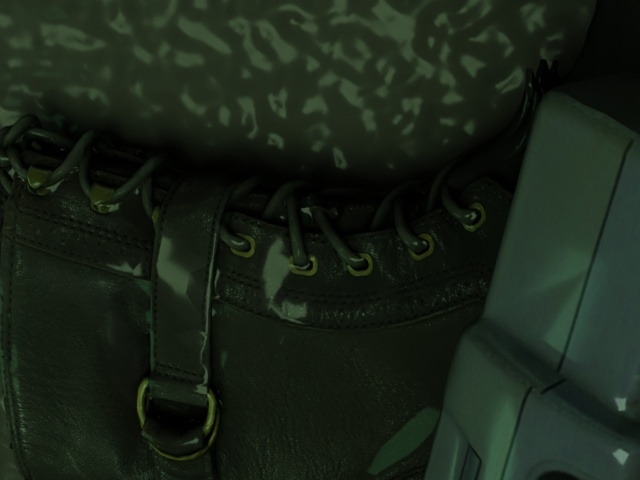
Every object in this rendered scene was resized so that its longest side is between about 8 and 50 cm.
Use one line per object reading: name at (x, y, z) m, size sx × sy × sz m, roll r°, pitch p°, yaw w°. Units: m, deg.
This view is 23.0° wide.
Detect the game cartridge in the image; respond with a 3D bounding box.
game cartridge at (0.107, 0.113, 0.449) m, size 0.068 × 0.230 × 0.355 m, roll 33°, pitch 125°, yaw 35°

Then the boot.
boot at (0.000, 0.000, 0.489) m, size 0.229 × 0.091 × 0.263 m, roll 15°, pitch 112°, yaw 13°
